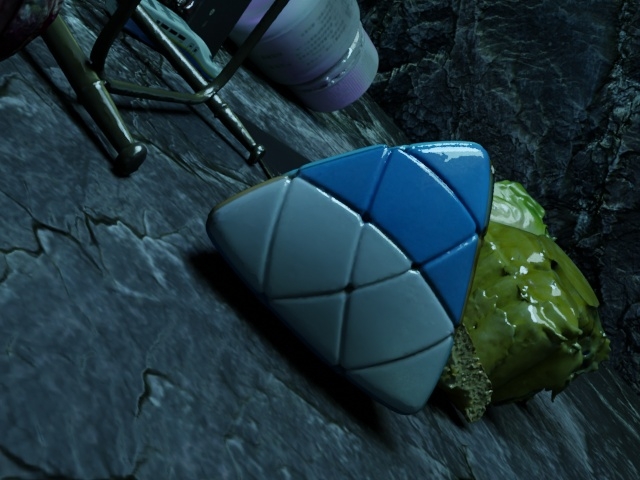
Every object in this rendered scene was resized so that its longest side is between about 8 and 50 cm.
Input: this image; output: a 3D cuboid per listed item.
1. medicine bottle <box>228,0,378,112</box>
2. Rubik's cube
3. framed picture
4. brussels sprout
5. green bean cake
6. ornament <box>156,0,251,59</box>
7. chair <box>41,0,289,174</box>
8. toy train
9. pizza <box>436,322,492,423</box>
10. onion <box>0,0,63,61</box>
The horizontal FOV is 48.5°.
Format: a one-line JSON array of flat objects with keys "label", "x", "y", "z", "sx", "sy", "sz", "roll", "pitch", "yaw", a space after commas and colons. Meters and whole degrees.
[{"label": "medicine bottle", "x": -0.035, "y": -0.446, "z": 1.503, "sx": 0.325, "sy": 0.256, "sz": 0.256, "roll": 39, "pitch": 14, "yaw": -50}, {"label": "Rubik's cube", "x": 0.000, "y": 0.000, "z": 0.661, "sx": 0.254, "sy": 0.254, "sz": 0.254, "roll": 41, "pitch": 15, "yaw": -14}, {"label": "framed picture", "x": 0.012, "y": -0.062, "z": 1.088, "sx": 0.323, "sy": 0.013, "sz": 0.244, "roll": 29, "pitch": 22, "yaw": -47}, {"label": "brussels sprout", "x": 0.329, "y": -0.030, "z": 1.454, "sx": 0.259, "sy": 0.227, "sz": 0.294, "roll": 36, "pitch": 17, "yaw": 27}, {"label": "green bean cake", "x": 0.288, "y": 0.116, "z": 0.991, "sx": 0.310, "sy": 0.202, "sz": 0.285, "roll": 34, "pitch": 20, "yaw": -34}, {"label": "ornament", "x": -0.238, "y": -0.420, "z": 1.150, "sx": 0.196, "sy": 0.153, "sz": 0.166, "roll": 37, "pitch": 13, "yaw": 7}, {"label": "chair", "x": -0.162, "y": -0.346, "z": 0.741, "sx": 0.410, "sy": 0.365, "sz": 0.362, "roll": 42, "pitch": 15, "yaw": 5}, {"label": "toy train", "x": -0.206, "y": -0.292, "z": 1.035, "sx": 0.234, "sy": 0.051, "sz": 0.052, "roll": 21, "pitch": 32, "yaw": -57}, {"label": "pizza", "x": 0.096, "y": 0.092, "z": 0.797, "sx": 0.204, "sy": 0.080, "sz": 0.188, "roll": 53, "pitch": -7, "yaw": 47}, {"label": "onion", "x": -0.240, "y": -0.226, "z": 0.441, "sx": 0.195, "sy": 0.218, "sz": 0.140, "roll": 30, "pitch": 20, "yaw": -16}]
